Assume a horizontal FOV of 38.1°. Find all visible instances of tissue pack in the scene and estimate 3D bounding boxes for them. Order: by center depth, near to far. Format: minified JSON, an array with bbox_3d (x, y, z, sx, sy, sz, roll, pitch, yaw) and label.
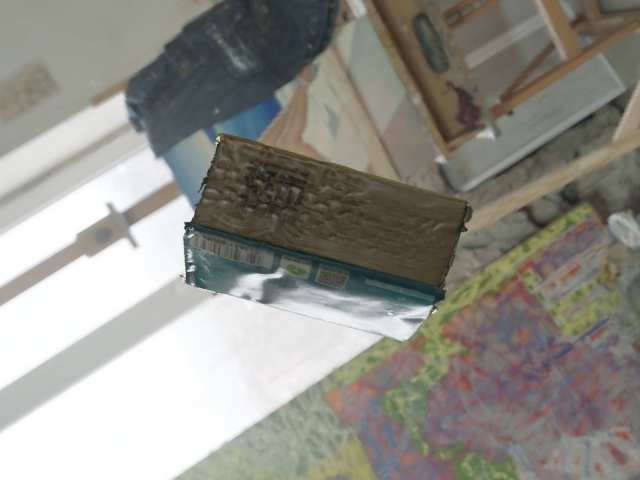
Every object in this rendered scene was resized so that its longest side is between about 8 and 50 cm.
[{"bbox_3d":[0.000,0.000,0.985,0.271,0.134,0.192,16,160,-3],"label":"tissue pack"}]
